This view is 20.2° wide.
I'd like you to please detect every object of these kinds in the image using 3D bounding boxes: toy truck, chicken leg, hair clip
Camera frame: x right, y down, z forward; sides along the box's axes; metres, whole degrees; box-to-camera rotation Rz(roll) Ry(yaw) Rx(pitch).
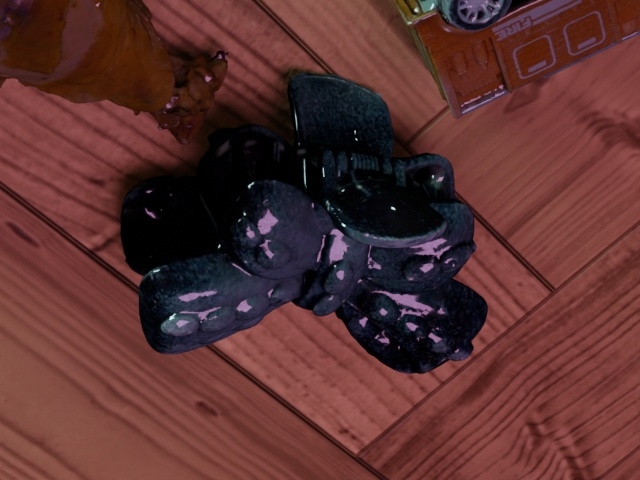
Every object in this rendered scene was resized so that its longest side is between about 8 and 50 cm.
[{"bbox_3d":[0.201,-0.224,1.397,0.305,0.136,0.162,-25,137,1],"label":"toy truck"},{"bbox_3d":[-0.237,-0.151,1.287,0.295,0.182,0.409,-37,146,19],"label":"chicken leg"},{"bbox_3d":[-0.001,-0.004,1.462,0.310,0.194,0.206,6,134,-27],"label":"hair clip"}]
